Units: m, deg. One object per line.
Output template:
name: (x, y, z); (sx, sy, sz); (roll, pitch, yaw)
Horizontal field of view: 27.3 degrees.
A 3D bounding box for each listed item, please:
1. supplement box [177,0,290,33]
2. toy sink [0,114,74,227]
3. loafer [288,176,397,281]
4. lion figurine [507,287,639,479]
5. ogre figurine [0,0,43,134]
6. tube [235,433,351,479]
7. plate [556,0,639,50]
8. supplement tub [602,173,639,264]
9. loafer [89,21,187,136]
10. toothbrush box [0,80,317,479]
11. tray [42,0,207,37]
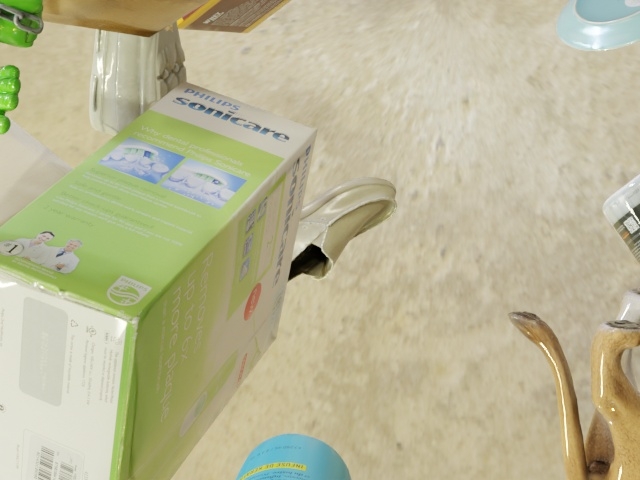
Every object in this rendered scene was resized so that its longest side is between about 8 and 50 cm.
supplement box: (-0.111, -0.390, 1.803); (0.191, 0.194, 0.129); (-32, 81, 28)
toy sink: (-0.354, 0.010, 1.230); (0.131, 0.234, 0.152); (38, 138, 16)
loafer: (0.000, 0.000, 1.769); (0.268, 0.102, 0.092); (-25, 67, -24)
lion figurine: (0.313, 0.167, 1.027); (0.392, 0.142, 0.240); (4, 104, -13)
ogre figurine: (-0.246, -0.073, 0.717); (0.118, 0.096, 0.197); (20, 144, -36)
tube: (-0.025, 0.137, 0.506); (0.080, 0.207, 0.052); (-22, 100, 12)
plate: (0.395, -0.314, 1.720); (0.188, 0.188, 0.024); (-24, 124, 9)
supplement tub: (0.435, 0.004, 1.576); (0.117, 0.117, 0.190); (-35, 79, 11)
loafer: (-0.206, -0.260, 1.397); (0.111, 0.112, 0.319); (7, 106, 18)
toothbrush box: (-0.122, 0.044, 0.927); (0.122, 0.283, 0.206); (20, 123, 12)
tray: (-0.155, -0.250, 1.055); (0.203, 0.411, 0.076); (-28, 87, 17)
